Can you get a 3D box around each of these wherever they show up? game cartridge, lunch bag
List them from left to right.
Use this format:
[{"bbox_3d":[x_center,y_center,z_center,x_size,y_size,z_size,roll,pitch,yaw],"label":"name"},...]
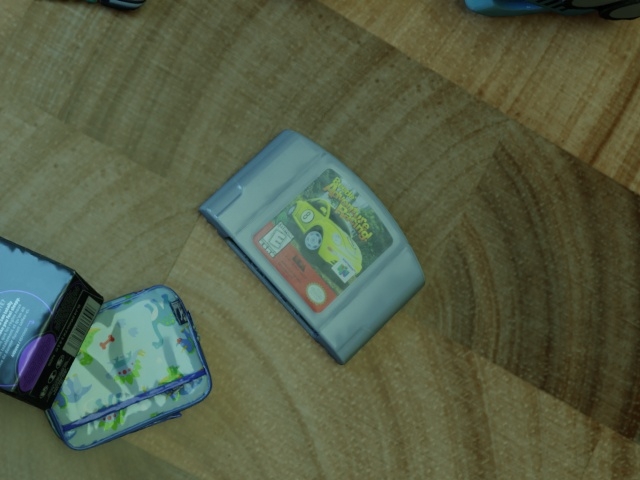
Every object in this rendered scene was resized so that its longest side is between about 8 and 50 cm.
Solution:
[{"bbox_3d":[-0.259,0.166,1.766,0.219,0.090,0.176,-20,93,-15],"label":"lunch bag"},{"bbox_3d":[0.000,0.000,1.874,0.196,0.060,0.294,-45,97,-19],"label":"game cartridge"}]

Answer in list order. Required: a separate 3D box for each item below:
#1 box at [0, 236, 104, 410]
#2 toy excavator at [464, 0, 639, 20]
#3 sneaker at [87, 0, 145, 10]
[{"bbox_3d":[-0.428,0.073,1.654,0.270,0.143,0.165,23,77,12],"label":"box"},{"bbox_3d":[0.216,-0.403,1.902,0.433,0.445,0.222,0,81,-57],"label":"toy excavator"},{"bbox_3d":[-0.337,-0.376,1.818,0.224,0.083,0.098,12,58,-16],"label":"sneaker"}]
